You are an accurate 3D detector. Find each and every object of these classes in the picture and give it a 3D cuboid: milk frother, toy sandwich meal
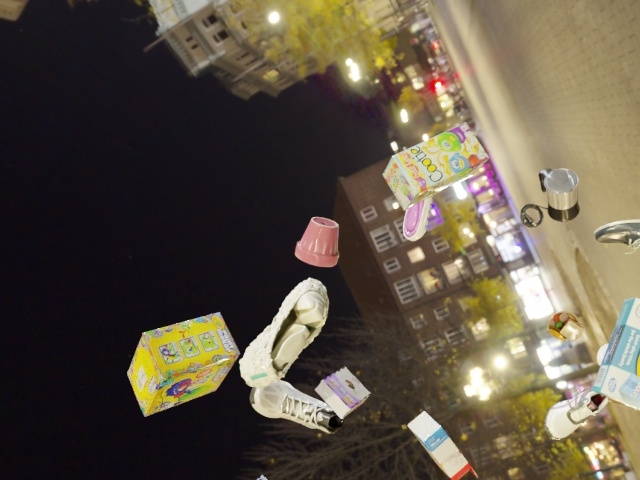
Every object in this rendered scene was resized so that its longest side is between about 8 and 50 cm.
[{"bbox_3d":[0.618,-0.109,1.531,0.129,0.143,0.135,36,167,40],"label":"milk frother"},{"bbox_3d":[0.612,0.217,1.411,0.086,0.085,0.029,63,-167,-10],"label":"toy sandwich meal"}]

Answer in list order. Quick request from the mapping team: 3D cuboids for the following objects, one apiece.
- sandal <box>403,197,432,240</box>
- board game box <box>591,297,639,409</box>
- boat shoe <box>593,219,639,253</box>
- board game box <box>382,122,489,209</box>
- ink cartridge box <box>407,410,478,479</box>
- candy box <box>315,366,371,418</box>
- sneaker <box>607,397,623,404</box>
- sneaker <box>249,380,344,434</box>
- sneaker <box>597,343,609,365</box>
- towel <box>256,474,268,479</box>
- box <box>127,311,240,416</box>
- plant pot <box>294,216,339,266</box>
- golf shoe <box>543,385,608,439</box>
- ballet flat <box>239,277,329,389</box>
[{"bbox_3d":[0.380,-0.208,2.286,0.102,0.169,0.417,14,-111,-26],"label":"sandal"},{"bbox_3d":[0.886,0.324,1.384,0.079,0.335,0.254,52,-119,-77],"label":"board game box"},{"bbox_3d":[0.951,-0.012,1.671,0.095,0.254,0.079,53,-145,-63],"label":"boat shoe"},{"bbox_3d":[0.359,-0.232,1.779,0.142,0.275,0.144,61,166,12],"label":"board game box"},{"bbox_3d":[0.396,0.682,1.828,0.231,0.078,0.134,54,172,-12],"label":"ink cartridge box"},{"bbox_3d":[0.097,0.639,2.382,0.165,0.070,0.196,44,-155,20],"label":"candy box"},{"bbox_3d":[0.839,0.411,1.516,0.067,0.118,0.042,-61,-33,-39],"label":"sneaker"},{"bbox_3d":[-0.076,0.727,2.477,0.447,0.257,0.169,29,-113,-31],"label":"sneaker"},{"bbox_3d":[1.226,0.466,2.276,0.115,0.231,0.091,-173,77,-70],"label":"sneaker"},{"bbox_3d":[-0.158,0.911,1.867,0.243,0.336,0.040,38,-132,7],"label":"towel"},{"bbox_3d":[-0.470,0.418,1.921,0.279,0.290,0.177,-13,-120,-37],"label":"box"},{"bbox_3d":[0.000,0.000,2.564,0.201,0.201,0.180,-53,-21,-71],"label":"plant pot"},{"bbox_3d":[0.904,0.597,1.986,0.105,0.272,0.120,53,164,14],"label":"golf shoe"},{"bbox_3d":[-0.060,0.243,1.534,0.147,0.146,0.409,59,-137,-20],"label":"ballet flat"}]
